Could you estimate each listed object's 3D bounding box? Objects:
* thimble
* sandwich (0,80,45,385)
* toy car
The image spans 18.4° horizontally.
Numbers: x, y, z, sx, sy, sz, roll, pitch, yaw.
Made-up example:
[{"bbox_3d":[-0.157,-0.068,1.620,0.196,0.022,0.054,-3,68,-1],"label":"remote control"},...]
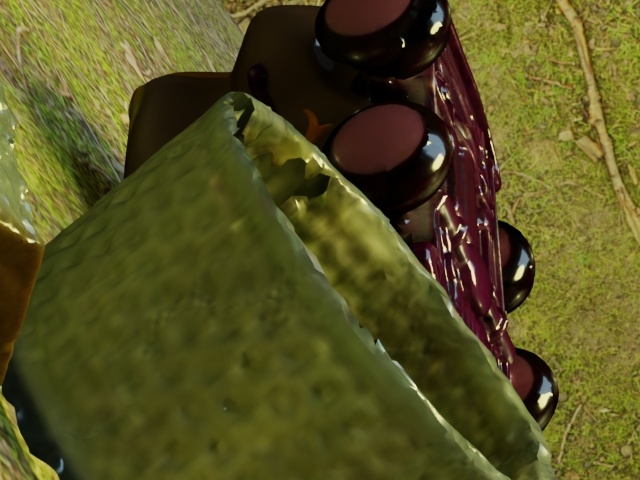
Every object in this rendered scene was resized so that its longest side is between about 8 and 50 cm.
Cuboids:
[{"bbox_3d":[-0.018,0.070,0.947,0.271,0.150,0.271,48,10,-11],"label":"thimble"},{"bbox_3d":[-0.158,-0.026,0.642,0.235,0.128,0.122,47,19,-53],"label":"sandwich"},{"bbox_3d":[0.000,0.000,1.238,0.340,0.240,0.271,-90,161,-44],"label":"toy car"}]
